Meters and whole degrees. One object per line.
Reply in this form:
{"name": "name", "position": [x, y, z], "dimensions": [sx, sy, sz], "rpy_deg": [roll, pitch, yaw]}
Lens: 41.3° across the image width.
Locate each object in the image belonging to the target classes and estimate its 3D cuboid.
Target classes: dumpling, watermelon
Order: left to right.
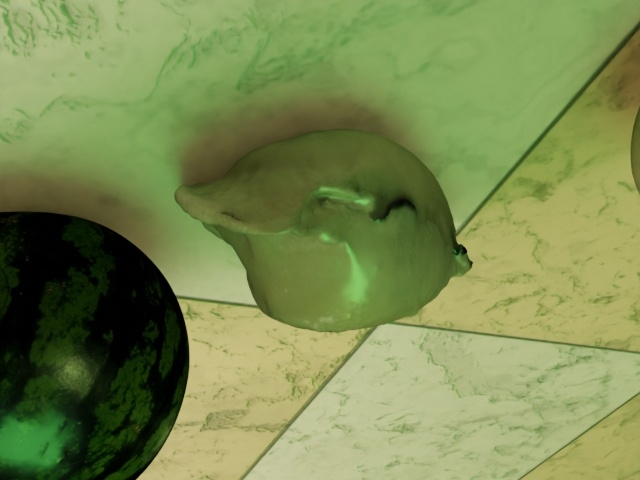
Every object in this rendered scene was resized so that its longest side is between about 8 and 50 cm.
{"name": "watermelon", "position": [-0.235, 0.105, 0.690], "dimensions": [0.268, 0.269, 0.269], "rpy_deg": [-8, 143, -6]}
{"name": "dumpling", "position": [-0.002, 0.005, 0.714], "dimensions": [0.226, 0.175, 0.243], "rpy_deg": [-1, 138, 37]}

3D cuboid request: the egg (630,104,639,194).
{"name": "egg", "position": [0.371, -0.083, 0.639], "dimensions": [0.269, 0.219, 0.219], "rpy_deg": [-19, 143, 6]}
